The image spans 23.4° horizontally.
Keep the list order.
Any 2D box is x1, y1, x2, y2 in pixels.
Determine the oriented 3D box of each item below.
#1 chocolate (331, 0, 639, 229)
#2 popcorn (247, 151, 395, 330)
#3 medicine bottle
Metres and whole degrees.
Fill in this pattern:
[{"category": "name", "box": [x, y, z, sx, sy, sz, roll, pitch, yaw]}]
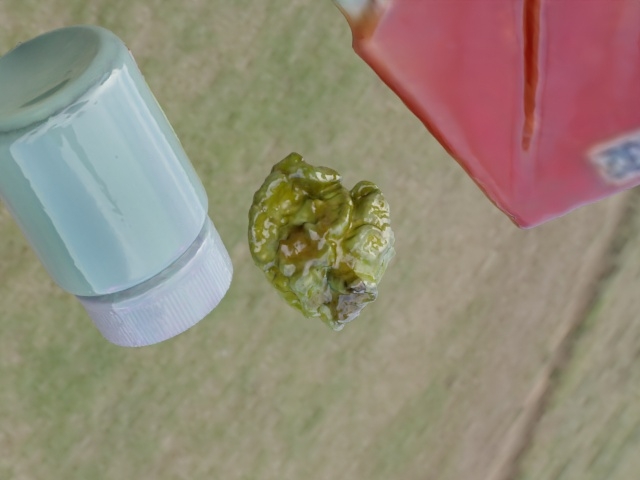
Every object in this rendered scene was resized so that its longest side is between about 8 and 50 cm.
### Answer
[{"category": "chocolate", "box": [0.138, -0.203, 0.529, 0.360, 0.161, 0.341, -23, 136, 23]}, {"category": "popcorn", "box": [-0.003, 0.002, 0.712, 0.068, 0.083, 0.059, -16, -159, 40]}, {"category": "medicine bottle", "box": [-0.166, -0.039, 1.176, 0.139, 0.139, 0.225, -44, 127, -24]}]
